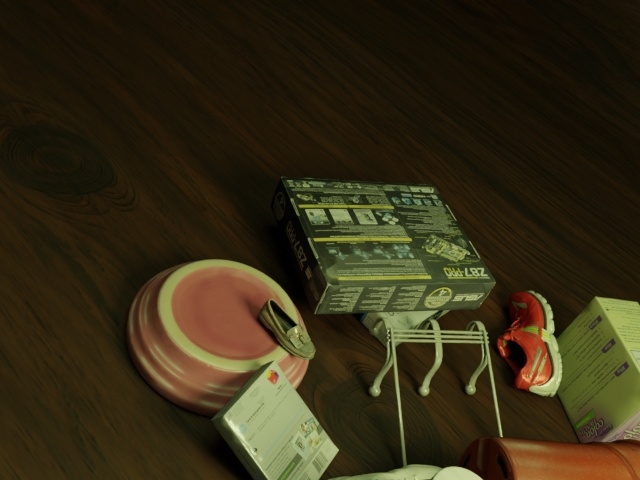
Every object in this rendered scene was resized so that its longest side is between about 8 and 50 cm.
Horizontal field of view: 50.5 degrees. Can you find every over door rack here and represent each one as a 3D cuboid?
[{"bbox_3d":[0.221,0.303,1.242,0.240,0.108,0.324,5,58,-25],"label":"over door rack"}]

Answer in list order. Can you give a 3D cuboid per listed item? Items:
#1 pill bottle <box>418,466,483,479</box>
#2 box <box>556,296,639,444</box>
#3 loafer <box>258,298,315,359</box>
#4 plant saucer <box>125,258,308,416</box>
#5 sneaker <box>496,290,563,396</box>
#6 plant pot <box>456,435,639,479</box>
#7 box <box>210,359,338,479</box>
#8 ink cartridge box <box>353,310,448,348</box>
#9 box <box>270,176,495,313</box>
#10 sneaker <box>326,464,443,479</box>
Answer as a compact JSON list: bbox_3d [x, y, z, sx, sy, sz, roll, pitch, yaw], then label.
[{"bbox_3d":[0.143,0.419,0.939,0.136,0.245,0.136,15,40,-13],"label":"pill bottle"},{"bbox_3d":[0.592,0.276,1.375,0.117,0.213,0.243,9,42,-20],"label":"box"},{"bbox_3d":[-0.056,0.151,1.161,0.125,0.039,0.045,41,40,18],"label":"loafer"},{"bbox_3d":[-0.169,0.150,1.199,0.332,0.084,0.332,15,40,-13],"label":"plant saucer"},{"bbox_3d":[0.436,0.206,1.461,0.118,0.107,0.279,9,38,-6],"label":"sneaker"},{"bbox_3d":[0.360,0.423,1.042,0.265,0.272,0.272,14,40,-13],"label":"plant pot"},{"bbox_3d":[-0.067,0.304,1.056,0.186,0.038,0.145,56,40,-8],"label":"box"},{"bbox_3d":[0.203,0.102,1.474,0.333,0.065,0.165,-23,58,-42],"label":"ink cartridge box"},{"bbox_3d":[0.127,0.003,1.422,0.395,0.097,0.318,0,42,-27],"label":"box"},{"bbox_3d":[0.107,0.386,1.037,0.212,0.094,0.080,-5,65,-9],"label":"sneaker"}]
